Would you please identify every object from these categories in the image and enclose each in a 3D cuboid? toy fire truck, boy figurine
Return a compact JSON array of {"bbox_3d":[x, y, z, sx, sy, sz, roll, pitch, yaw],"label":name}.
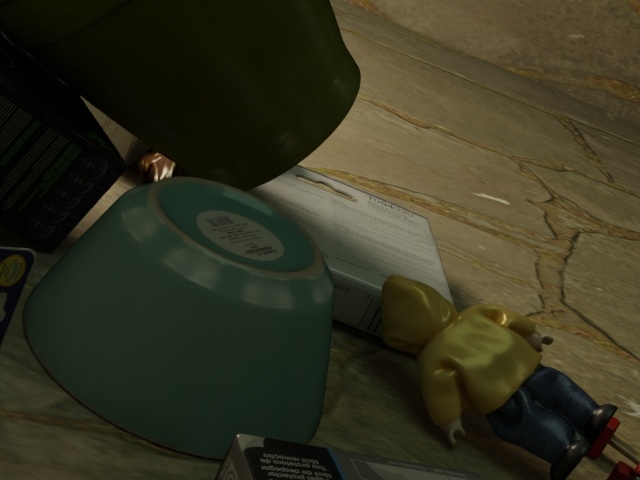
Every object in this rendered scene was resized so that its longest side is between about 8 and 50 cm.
[{"bbox_3d":[0.365,0.271,1.369,0.192,0.047,0.135,30,20,9],"label":"toy fire truck"},{"bbox_3d":[0.172,0.146,1.337,0.285,0.092,0.177,35,61,14],"label":"boy figurine"}]

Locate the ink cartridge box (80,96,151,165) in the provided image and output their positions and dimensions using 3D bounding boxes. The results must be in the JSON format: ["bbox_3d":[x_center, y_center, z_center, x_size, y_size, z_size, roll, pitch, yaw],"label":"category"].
[{"bbox_3d":[-0.302,-0.195,1.627,0.212,0.093,0.154,28,22,7],"label":"ink cartridge box"}]

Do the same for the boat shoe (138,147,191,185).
[{"bbox_3d":[-0.197,-0.081,1.542,0.060,0.064,0.178,-7,23,0],"label":"boat shoe"}]

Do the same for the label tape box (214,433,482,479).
[{"bbox_3d":[0.067,0.297,0.893,0.241,0.105,0.333,14,24,-27],"label":"label tape box"}]

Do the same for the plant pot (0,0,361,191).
[{"bbox_3d":[-0.143,-0.250,1.388,0.353,0.366,0.366,52,9,-28],"label":"plant pot"}]

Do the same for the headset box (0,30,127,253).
[{"bbox_3d":[-0.364,-0.144,1.289,0.283,0.131,0.246,37,9,-42],"label":"headset box"}]

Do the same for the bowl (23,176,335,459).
[{"bbox_3d":[-0.111,0.050,1.184,0.312,0.163,0.311,22,22,-9],"label":"bowl"}]

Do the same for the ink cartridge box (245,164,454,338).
[{"bbox_3d":[0.000,0.000,1.556,0.324,0.071,0.330,22,19,-10],"label":"ink cartridge box"}]

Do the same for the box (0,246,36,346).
[{"bbox_3d":[-0.348,0.046,0.961,0.225,0.136,0.036,7,28,-40],"label":"box"}]
